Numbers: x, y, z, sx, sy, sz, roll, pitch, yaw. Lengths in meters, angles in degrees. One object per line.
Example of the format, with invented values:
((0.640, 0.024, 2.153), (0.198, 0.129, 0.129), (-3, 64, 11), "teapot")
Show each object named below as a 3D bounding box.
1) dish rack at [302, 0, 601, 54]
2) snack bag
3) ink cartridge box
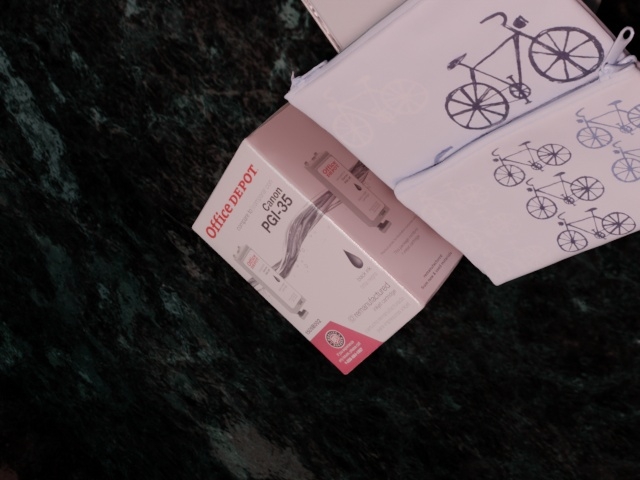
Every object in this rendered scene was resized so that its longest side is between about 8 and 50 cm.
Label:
((0.071, -0.283, 0.786), (0.285, 0.072, 0.333), (-26, 105, 46), "dish rack")
((0.172, -0.104, 0.804), (0.342, 0.037, 0.323), (40, 142, -19), "snack bag")
((0.000, 0.000, 1.030), (0.283, 0.117, 0.207), (43, 139, 3), "ink cartridge box")
